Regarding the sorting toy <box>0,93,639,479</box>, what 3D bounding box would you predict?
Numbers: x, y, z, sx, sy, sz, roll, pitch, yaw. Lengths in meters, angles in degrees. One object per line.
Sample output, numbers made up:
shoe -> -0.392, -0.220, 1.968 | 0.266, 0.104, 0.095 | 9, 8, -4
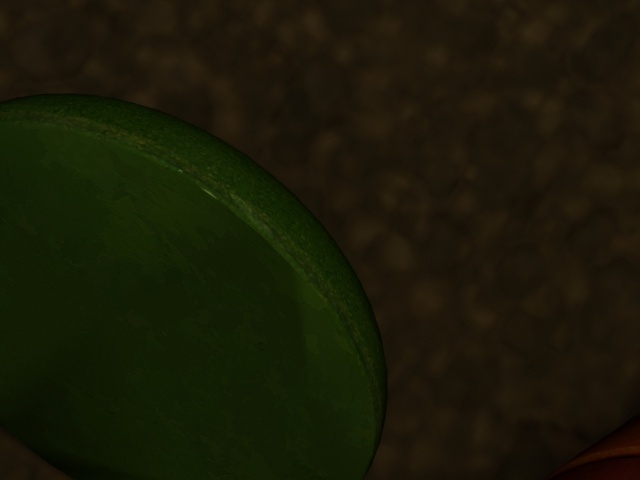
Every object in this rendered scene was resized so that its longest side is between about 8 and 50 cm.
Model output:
sorting toy -> 0.000, 0.000, 0.463 | 0.365, 0.127, 0.126 | 31, 50, 4
